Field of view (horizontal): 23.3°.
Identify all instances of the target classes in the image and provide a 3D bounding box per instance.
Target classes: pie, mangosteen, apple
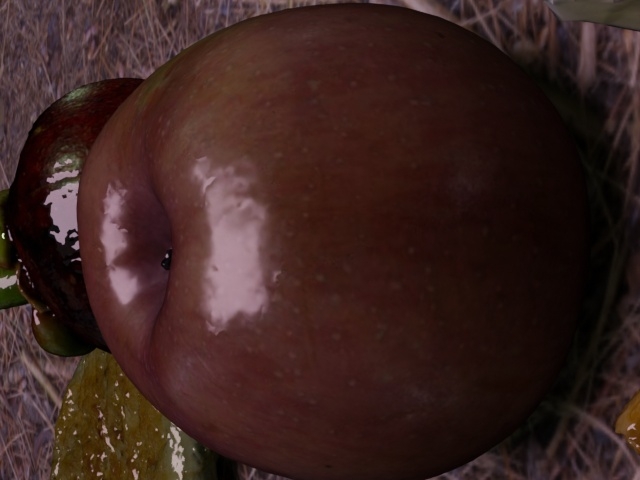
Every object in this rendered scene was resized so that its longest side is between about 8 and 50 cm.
[{"bbox_3d":[-0.153,0.197,1.309,0.277,0.079,0.277,-15,72,55],"label":"pie"},{"bbox_3d":[-0.153,-0.017,1.167,0.216,0.216,0.216,-3,86,60],"label":"mangosteen"},{"bbox_3d":[0.000,0.000,0.887,0.306,0.235,0.305,1,91,58],"label":"apple"}]

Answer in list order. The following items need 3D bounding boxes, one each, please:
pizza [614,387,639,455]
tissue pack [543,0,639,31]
[{"bbox_3d":[0.222,0.122,0.656,0.289,0.081,0.228,-18,74,56],"label":"pizza"},{"bbox_3d":[0.197,-0.283,0.537,0.253,0.264,0.416,-30,64,53],"label":"tissue pack"}]
